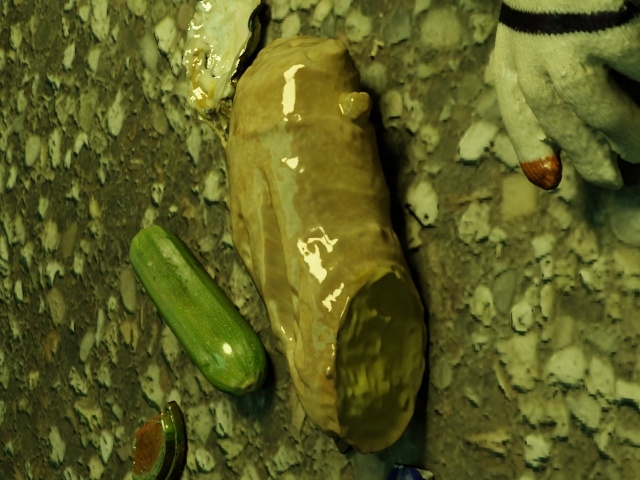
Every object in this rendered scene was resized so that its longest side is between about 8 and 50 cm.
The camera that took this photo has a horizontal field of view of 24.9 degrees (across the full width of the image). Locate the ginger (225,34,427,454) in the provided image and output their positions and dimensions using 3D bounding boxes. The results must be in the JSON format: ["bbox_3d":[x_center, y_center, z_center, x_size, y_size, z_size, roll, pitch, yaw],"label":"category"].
[{"bbox_3d":[0.000,0.000,1.168,0.190,0.126,0.354,-35,62,40],"label":"ginger"}]

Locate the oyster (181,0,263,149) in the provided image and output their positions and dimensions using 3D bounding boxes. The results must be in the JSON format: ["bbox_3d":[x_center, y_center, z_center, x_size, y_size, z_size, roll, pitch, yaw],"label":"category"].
[{"bbox_3d":[-0.088,-0.173,1.344,0.121,0.045,0.146,-51,45,42],"label":"oyster"}]

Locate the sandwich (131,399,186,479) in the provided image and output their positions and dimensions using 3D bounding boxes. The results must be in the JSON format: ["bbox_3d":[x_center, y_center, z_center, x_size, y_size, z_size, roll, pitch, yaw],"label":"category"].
[{"bbox_3d":[-0.165,0.212,1.453,0.101,0.026,0.069,-47,56,41],"label":"sandwich"}]

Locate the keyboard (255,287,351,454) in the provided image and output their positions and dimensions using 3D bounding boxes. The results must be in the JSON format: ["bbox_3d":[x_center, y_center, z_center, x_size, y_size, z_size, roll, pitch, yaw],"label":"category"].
[{"bbox_3d":[-0.009,0.087,1.268,0.061,0.013,0.204,-55,50,36],"label":"keyboard"}]

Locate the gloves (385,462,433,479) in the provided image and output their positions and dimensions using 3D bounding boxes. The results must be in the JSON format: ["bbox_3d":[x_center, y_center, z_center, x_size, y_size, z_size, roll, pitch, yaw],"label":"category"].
[{"bbox_3d":[0.075,0.221,1.151,0.064,0.026,0.086,2,91,50],"label":"gloves"}]

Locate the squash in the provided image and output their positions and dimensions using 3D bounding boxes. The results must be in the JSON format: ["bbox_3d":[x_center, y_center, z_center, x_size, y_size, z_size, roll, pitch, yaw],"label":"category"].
[{"bbox_3d":[-0.118,0.064,1.368,0.229,0.066,0.066,49,126,42],"label":"squash"}]

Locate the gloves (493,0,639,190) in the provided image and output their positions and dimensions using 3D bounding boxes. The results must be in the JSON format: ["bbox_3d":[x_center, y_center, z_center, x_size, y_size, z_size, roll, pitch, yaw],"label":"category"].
[{"bbox_3d":[0.173,-0.139,0.954,0.140,0.131,0.218,40,111,47],"label":"gloves"}]
